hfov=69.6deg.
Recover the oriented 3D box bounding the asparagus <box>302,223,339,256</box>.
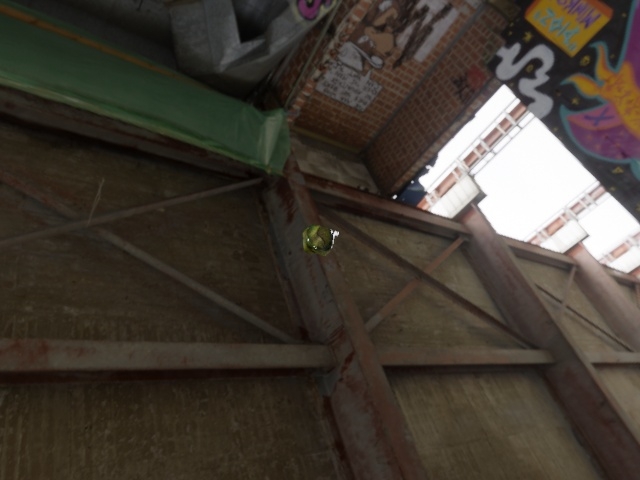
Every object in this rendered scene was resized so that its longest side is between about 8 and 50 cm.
[{"bbox_3d":[-0.001,0.000,0.337,0.025,0.021,0.108,8,179,-2],"label":"asparagus"}]
